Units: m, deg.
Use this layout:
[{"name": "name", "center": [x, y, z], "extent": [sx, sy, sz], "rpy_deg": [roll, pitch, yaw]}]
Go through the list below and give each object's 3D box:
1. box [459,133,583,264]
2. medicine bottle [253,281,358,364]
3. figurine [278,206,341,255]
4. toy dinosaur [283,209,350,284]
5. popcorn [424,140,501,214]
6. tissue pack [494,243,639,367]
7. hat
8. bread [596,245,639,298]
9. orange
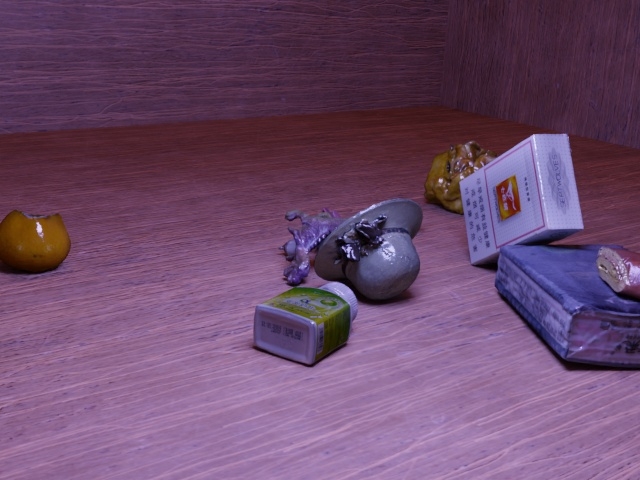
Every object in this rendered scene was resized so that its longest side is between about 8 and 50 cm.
[{"name": "box", "center": [0.434, -0.081, 1.956], "extent": [0.095, 0.210, 0.330], "rpy_deg": [-2, -14, -19]}, {"name": "medicine bottle", "center": [-0.016, 0.141, 1.587], "extent": [0.132, 0.088, 0.188], "rpy_deg": [13, 20, 29]}, {"name": "figurine", "center": [0.006, -0.012, 2.056], "extent": [0.205, 0.103, 0.260], "rpy_deg": [-2, 20, -17]}, {"name": "toy dinosaur", "center": [0.014, -0.017, 1.913], "extent": [0.251, 0.072, 0.200], "rpy_deg": [-28, 36, 1]}, {"name": "popcorn", "center": [0.414, -0.167, 2.508], "extent": [0.191, 0.190, 0.253], "rpy_deg": [9, -26, -24]}, {"name": "tissue pack", "center": [0.537, 0.115, 1.723], "extent": [0.288, 0.124, 0.394], "rpy_deg": [1, 17, -8]}, {"name": "hat", "center": [0.128, 0.045, 1.808], "extent": [0.257, 0.257, 0.130], "rpy_deg": [-9, 53, -35]}, {"name": "bread", "center": [0.582, 0.061, 1.588], "extent": [0.192, 0.067, 0.119], "rpy_deg": [14, 20, 26]}, {"name": "orange", "center": [-0.606, -0.004, 1.867], "extent": [0.156, 0.134, 0.156], "rpy_deg": [10, 27, -5]}]
